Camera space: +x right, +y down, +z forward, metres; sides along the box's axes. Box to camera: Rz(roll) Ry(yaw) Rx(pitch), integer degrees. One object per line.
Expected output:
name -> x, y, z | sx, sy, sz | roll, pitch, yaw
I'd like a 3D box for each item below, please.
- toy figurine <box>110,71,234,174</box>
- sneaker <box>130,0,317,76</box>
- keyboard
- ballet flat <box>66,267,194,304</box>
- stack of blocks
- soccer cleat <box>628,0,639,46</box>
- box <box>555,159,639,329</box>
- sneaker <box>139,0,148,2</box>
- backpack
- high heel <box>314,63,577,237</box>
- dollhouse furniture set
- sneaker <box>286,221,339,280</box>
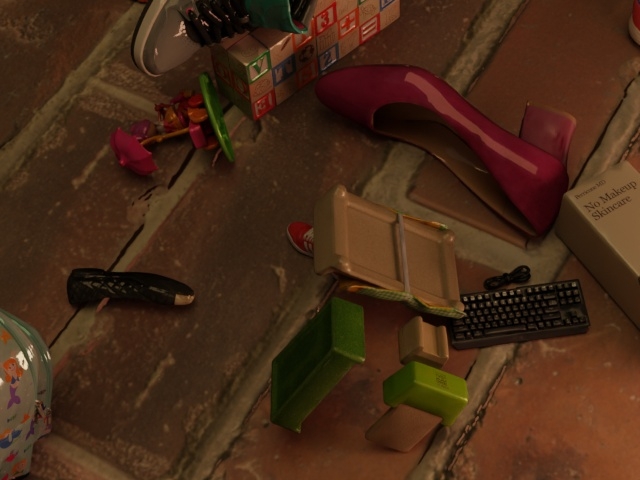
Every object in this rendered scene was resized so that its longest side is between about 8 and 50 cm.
toy figurine -> -0.219, -0.159, 1.738 | 0.159, 0.130, 0.173 | -18, 36, 3
sneaker -> -0.105, -0.310, 1.647 | 0.178, 0.124, 0.295 | 37, 84, 34
keyboard -> 0.250, 0.081, 1.593 | 0.180, 0.023, 0.108 | -7, 57, -2
ballet flat -> -0.251, 0.068, 1.628 | 0.173, 0.049, 0.057 | 6, 13, 7
stack of blocks -> -0.020, -0.329, 1.786 | 0.297, 0.171, 0.087 | -39, 63, -19
soccer cleat -> 0.594, -0.286, 1.749 | 0.318, 0.116, 0.108 | 29, 63, 20
box -> 0.428, 0.035, 1.567 | 0.113, 0.094, 0.275 | -29, 61, -15
sneaker -> -0.200, -0.420, 1.905 | 0.221, 0.087, 0.083 | -5, 58, 1
backpack -> -0.432, 0.170, 1.446 | 0.225, 0.253, 0.191 | 25, 42, 20
high heel -> 0.154, -0.128, 1.679 | 0.377, 0.127, 0.181 | 12, 65, 16
dollhouse furniture set -> 0.060, 0.099, 1.544 | 0.198, 0.151, 0.301 | 22, 41, -20
sneaker -> 0.000, 0.000, 1.633 | 0.118, 0.067, 0.042 | 38, 67, 24
